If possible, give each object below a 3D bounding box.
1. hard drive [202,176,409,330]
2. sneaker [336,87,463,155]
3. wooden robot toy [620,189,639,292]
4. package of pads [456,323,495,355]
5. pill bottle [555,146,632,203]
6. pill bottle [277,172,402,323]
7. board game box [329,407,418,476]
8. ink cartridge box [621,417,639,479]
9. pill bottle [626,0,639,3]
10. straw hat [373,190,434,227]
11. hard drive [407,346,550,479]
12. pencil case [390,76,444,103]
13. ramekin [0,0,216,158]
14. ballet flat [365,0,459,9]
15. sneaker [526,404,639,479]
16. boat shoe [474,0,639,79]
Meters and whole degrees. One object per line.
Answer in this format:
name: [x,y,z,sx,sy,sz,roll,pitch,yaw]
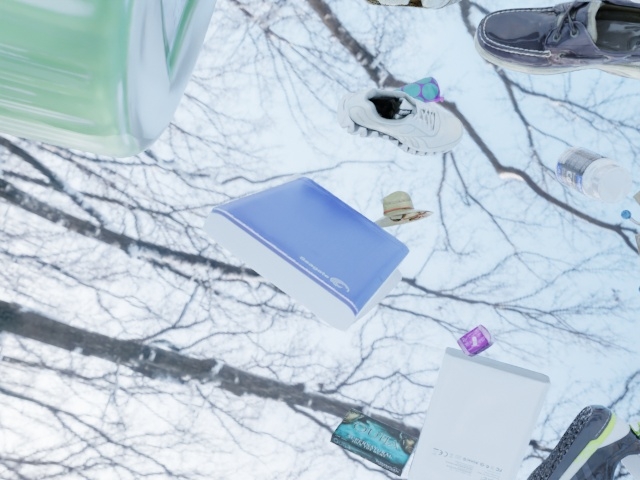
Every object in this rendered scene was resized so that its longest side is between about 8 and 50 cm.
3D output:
hard drive: [0.000,0.000,0.929,0.210,0.318,0.040,35,-70,8]
sneaker: [0.185,-0.251,1.415,0.118,0.291,0.110,156,-61,-63]
wooden robot toy: [0.423,0.015,0.806,0.076,0.079,0.174,-20,-104,50]
package of pads: [0.243,0.157,1.053,0.050,0.083,0.032,-36,-110,8]
pill bottle: [0.488,-0.117,1.213,0.078,0.078,0.137,-53,-159,10]
pill bottle: [0.010,0.017,1.524,0.188,0.334,0.188,-42,177,-2]
board game box: [0.132,0.484,1.639,0.186,0.126,0.026,21,-63,18]
ink cartridge box: [0.500,0.322,1.011,0.060,0.180,0.104,-48,-125,26]
pill bottle: [0.803,-0.585,1.620,0.181,0.323,0.182,-8,-115,18]
straw hat: [0.165,-0.072,1.443,0.144,0.144,0.061,-18,-101,40]
hard drive: [0.308,0.378,1.347,0.040,0.202,0.308,-53,157,-68]
pencil case: [0.205,-0.328,1.581,0.151,0.064,0.070,-24,-112,-5]
ramekin: [-0.133,-0.193,0.372,0.303,0.148,0.304,-163,-90,-83]
ballet flat: [0.164,-0.431,1.187,0.206,0.073,0.067,1,-131,-1]
sneaker: [0.360,0.338,0.939,0.097,0.084,0.235,33,-73,8]
boat shoe: [0.344,-0.271,0.876,0.285,0.092,0.103,13,-105,16]
